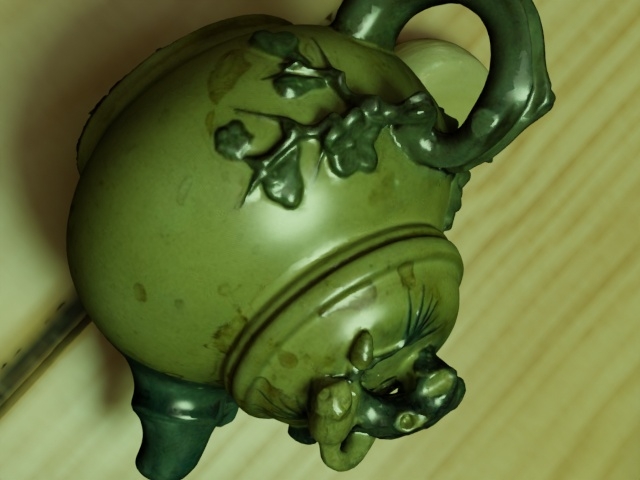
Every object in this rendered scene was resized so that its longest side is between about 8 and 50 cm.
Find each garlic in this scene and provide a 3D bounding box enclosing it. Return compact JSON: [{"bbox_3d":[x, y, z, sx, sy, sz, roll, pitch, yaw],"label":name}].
[{"bbox_3d":[0.053,-0.070,0.787,0.083,0.041,0.053,1,101,-25],"label":"garlic"}]

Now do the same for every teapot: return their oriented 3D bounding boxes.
[{"bbox_3d":[0.000,0.000,0.685,0.269,0.173,0.182,-44,66,22],"label":"teapot"}]
